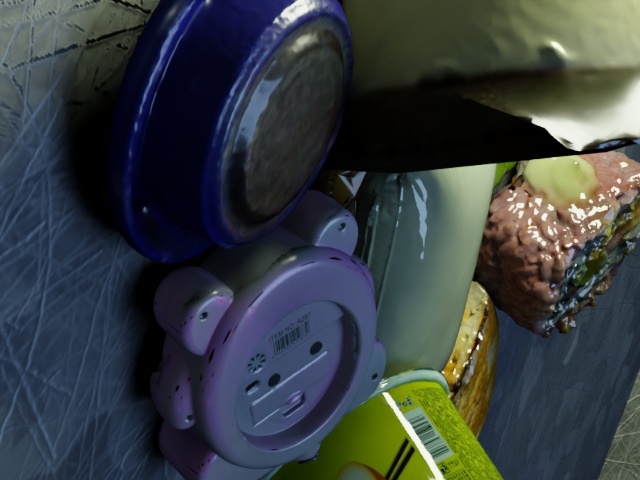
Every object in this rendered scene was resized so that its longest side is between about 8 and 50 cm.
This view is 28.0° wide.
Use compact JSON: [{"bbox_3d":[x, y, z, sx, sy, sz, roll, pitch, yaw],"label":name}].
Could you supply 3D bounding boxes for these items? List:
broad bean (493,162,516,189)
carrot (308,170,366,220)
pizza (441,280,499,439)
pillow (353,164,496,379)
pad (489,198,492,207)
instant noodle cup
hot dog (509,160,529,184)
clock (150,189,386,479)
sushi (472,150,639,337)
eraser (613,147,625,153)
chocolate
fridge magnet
[{"bbox_3d":[0.212,-0.094,1.625,0.213,0.048,0.070,-52,151,-36],"label":"broad bean"},{"bbox_3d":[-0.001,0.000,1.238,0.069,0.069,0.228,-9,116,-63],"label":"carrot"},{"bbox_3d":[0.147,0.250,1.681,0.278,0.114,0.408,-36,139,-53],"label":"pizza"},{"bbox_3d":[0.096,0.039,1.393,0.255,0.120,0.322,-28,133,-55],"label":"pillow"},{"bbox_3d":[0.224,0.051,1.822,0.164,0.004,0.243,-17,124,-61],"label":"pad"},{"bbox_3d":[0.079,0.316,1.329,0.311,0.221,0.311,-30,151,-19],"label":"instant noodle cup"},{"bbox_3d":[0.305,-0.119,1.792,0.108,0.059,0.191,-20,128,-50],"label":"hot dog"},{"bbox_3d":[-0.044,0.091,1.115,0.227,0.090,0.248,-33,139,-26],"label":"clock"},{"bbox_3d":[0.309,-0.024,1.668,0.270,0.171,0.236,-41,152,-21],"label":"sushi"},{"bbox_3d":[0.430,-0.046,2.093,0.111,0.077,0.352,-47,148,-42],"label":"eraser"},{"bbox_3d":[0.150,-0.217,1.092,0.326,0.314,0.297,-24,106,-51],"label":"chocolate"},{"bbox_3d":[-0.062,-0.101,0.954,0.265,0.113,0.265,-50,155,-34],"label":"fridge magnet"}]
